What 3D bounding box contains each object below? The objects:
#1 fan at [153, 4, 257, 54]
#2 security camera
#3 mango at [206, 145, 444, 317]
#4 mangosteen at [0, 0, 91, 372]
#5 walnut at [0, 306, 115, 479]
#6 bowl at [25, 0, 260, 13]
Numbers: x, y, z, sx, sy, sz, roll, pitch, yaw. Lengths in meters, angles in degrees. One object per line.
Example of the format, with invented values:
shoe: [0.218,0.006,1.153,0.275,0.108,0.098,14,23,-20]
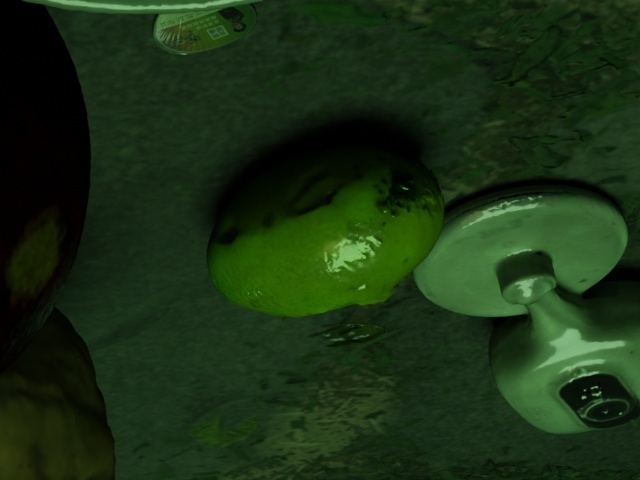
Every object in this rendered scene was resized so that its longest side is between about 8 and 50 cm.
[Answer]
fan: [-0.065,-0.131,1.009,0.060,0.003,0.080,-3,149,-10]
security camera: [0.177,0.058,1.317,0.157,0.080,0.301,-20,144,19]
mango: [0.000,0.001,1.153,0.178,0.100,0.119,-23,149,36]
mangosteen: [-0.265,-0.064,0.820,0.306,0.306,0.359,-10,112,2]
walnut: [-0.289,0.137,1.106,0.306,0.306,0.344,-28,158,28]
bowl: [-0.068,-0.234,0.704,0.289,0.146,0.289,-5,150,-3]
